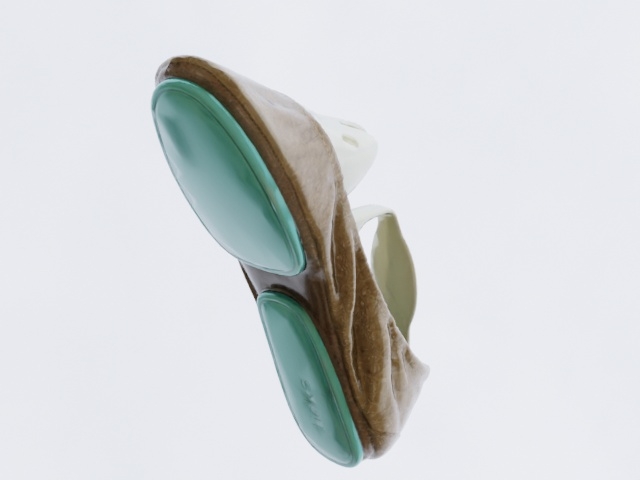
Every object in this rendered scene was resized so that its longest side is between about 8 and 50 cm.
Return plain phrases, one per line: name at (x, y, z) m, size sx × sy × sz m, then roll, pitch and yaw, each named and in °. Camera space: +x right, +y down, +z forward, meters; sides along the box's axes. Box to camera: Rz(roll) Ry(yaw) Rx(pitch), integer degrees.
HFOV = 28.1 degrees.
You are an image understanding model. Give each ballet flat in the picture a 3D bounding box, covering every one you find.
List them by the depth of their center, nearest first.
ballet flat at (0.000, 0.000, 0.845) m, size 0.116 × 0.124 × 0.342 m, roll 14°, pitch -42°, yaw 46°
